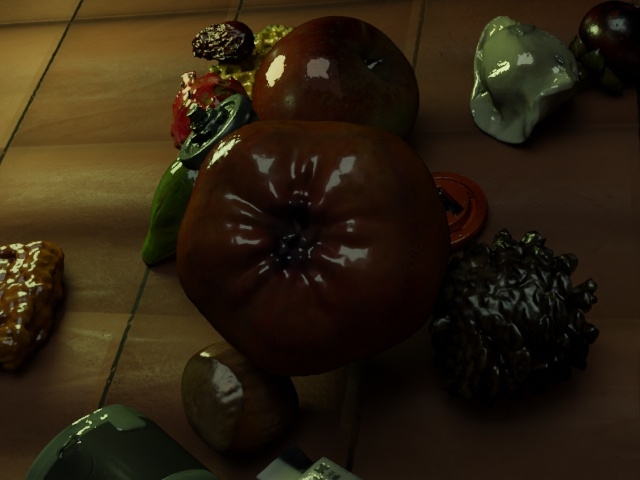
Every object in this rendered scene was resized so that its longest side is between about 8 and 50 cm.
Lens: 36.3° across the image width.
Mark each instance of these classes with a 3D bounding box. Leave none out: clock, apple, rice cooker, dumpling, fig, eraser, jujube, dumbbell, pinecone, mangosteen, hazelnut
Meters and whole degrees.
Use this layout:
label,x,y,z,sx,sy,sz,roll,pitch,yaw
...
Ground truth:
label,x,y,z,sx,sy,sz,roll,pitch,yaw
clock,0.232,-0.060,1.953,0.205,0.051,0.205,-9,47,9
apple,0.028,-0.298,2.046,0.277,0.348,0.349,-43,33,38
rice cooker,-0.311,0.429,1.545,0.277,0.288,0.288,29,63,35
dumpling,0.427,-0.335,2.092,0.243,0.187,0.318,-55,36,20
fig,-0.282,-0.054,2.033,0.275,0.206,0.206,-39,47,13
eraser,0.050,0.420,1.453,0.098,0.096,0.404,-38,25,-22
jujube,-0.230,-0.478,2.337,0.165,0.104,0.104,9,53,28
dumbbell,-0.102,-0.120,1.897,0.179,0.406,0.179,-38,26,22
pinecone,0.321,0.130,1.634,0.295,0.242,0.298,-14,56,6
mangosteen,0.620,-0.411,2.079,0.199,0.200,0.200,-8,48,9
hazelnut,-0.141,0.270,1.702,0.214,0.176,0.214,15,52,-20

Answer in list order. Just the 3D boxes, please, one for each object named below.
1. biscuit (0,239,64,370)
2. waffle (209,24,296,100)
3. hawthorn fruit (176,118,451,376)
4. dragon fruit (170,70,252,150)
label,x,y,z,sx,sy,sz,roll,pitch,yaw
biscuit,-0.694,0.133,2.016,0.311,0.111,0.318,-5,49,9
waffle,-0.131,-0.406,2.348,0.329,0.062,0.329,-9,48,11
hawthorn fruit,0.000,0.000,1.640,0.471,0.472,0.472,-8,48,9
dragon fruit,-0.238,-0.269,2.171,0.205,0.210,0.268,-49,55,23
